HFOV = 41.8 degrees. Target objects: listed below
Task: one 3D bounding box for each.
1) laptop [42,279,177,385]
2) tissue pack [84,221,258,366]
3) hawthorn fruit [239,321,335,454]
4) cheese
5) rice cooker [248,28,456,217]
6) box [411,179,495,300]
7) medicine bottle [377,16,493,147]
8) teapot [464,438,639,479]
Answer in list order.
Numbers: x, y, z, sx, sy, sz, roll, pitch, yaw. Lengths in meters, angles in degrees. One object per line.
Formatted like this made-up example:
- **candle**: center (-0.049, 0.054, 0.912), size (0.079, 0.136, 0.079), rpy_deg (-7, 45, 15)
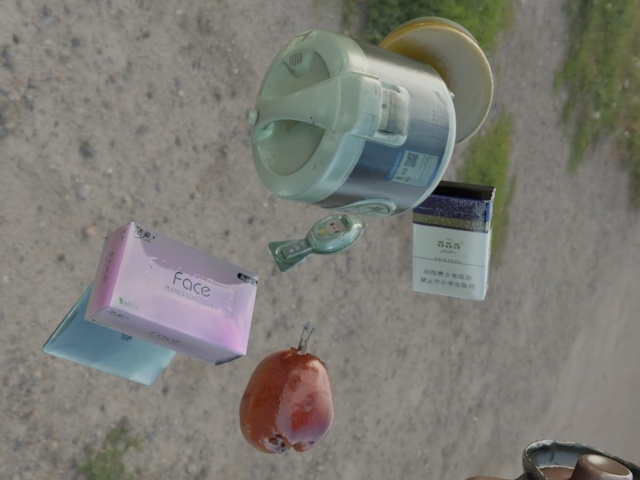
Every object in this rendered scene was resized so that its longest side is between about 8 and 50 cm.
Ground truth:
- **laptop**: center (-0.374, 0.178, 1.616), size (0.269, 0.015, 0.187), rpy_deg (31, 101, -44)
- **tissue pack**: center (-0.227, 0.091, 1.318), size (0.246, 0.092, 0.148), rpy_deg (25, 59, -33)
- **hawthorn fruit**: center (-0.064, 0.324, 1.848), size (0.211, 0.211, 0.299), rpy_deg (33, 64, -59)
- **cheese**: center (0.000, 0.000, 1.015), size (0.121, 0.067, 0.026), rpy_deg (-24, 129, -5)
- **rice cooker**: center (0.045, -0.180, 1.330), size (0.277, 0.288, 0.288), rpy_deg (8, 94, -38)
- **box**: center (0.277, -0.002, 1.775), size (0.071, 0.168, 0.259), rpy_deg (-58, 152, -52)
- **medicine bottle**: center (0.204, -0.304, 1.611), size (0.232, 0.238, 0.237), rpy_deg (-70, 162, -70)
- **teapot**: center (0.348, 0.499, 1.283), size (0.305, 0.376, 0.361), rpy_deg (-138, -118, -72)
